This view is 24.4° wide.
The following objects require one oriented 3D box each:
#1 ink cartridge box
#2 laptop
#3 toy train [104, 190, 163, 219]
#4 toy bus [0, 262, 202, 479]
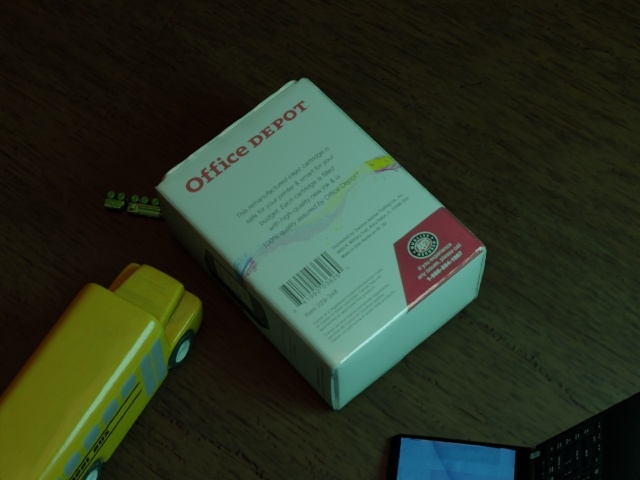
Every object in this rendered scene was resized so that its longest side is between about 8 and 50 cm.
[{"bbox_3d":[0.000,0.000,1.650,0.226,0.131,0.306,-37,65,-17],"label":"ink cartridge box"},{"bbox_3d":[0.191,0.268,1.469,0.136,0.264,0.234,29,48,-24],"label":"laptop"},{"bbox_3d":[-0.216,-0.041,1.745,0.083,0.017,0.024,10,71,7],"label":"toy train"},{"bbox_3d":[-0.256,0.164,1.566,0.108,0.130,0.333,27,65,16],"label":"toy bus"}]
